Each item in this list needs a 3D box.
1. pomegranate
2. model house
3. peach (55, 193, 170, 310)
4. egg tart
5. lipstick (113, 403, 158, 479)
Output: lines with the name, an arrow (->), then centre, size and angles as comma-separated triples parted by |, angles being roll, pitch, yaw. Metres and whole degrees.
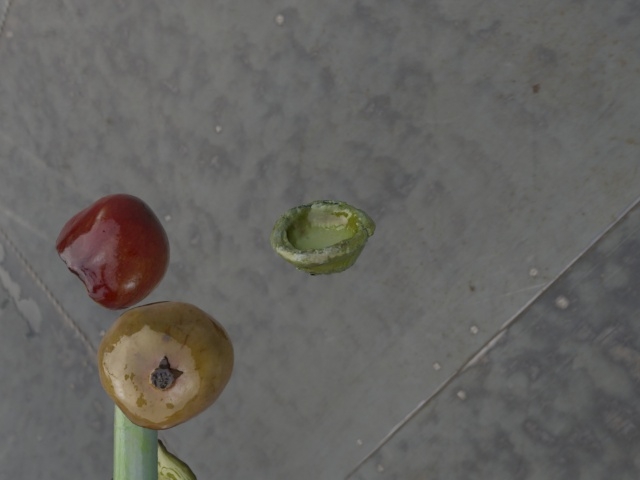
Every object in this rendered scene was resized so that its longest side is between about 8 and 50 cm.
pomegranate -> -0.217, 0.170, 1.080 | 0.191, 0.191, 0.191 | 12, 111, 33
model house -> -0.319, 0.561, 1.604 | 0.193, 0.175, 0.234 | 34, 159, 24
peach -> -0.459, 0.019, 1.690 | 0.249, 0.274, 0.245 | 22, 102, -5
egg tart -> 0.000, 0.000, 1.363 | 0.197, 0.197, 0.078 | 18, 126, 31
lipstick -> -0.301, 0.385, 1.244 | 0.076, 0.076, 0.304 | -6, 82, 37
